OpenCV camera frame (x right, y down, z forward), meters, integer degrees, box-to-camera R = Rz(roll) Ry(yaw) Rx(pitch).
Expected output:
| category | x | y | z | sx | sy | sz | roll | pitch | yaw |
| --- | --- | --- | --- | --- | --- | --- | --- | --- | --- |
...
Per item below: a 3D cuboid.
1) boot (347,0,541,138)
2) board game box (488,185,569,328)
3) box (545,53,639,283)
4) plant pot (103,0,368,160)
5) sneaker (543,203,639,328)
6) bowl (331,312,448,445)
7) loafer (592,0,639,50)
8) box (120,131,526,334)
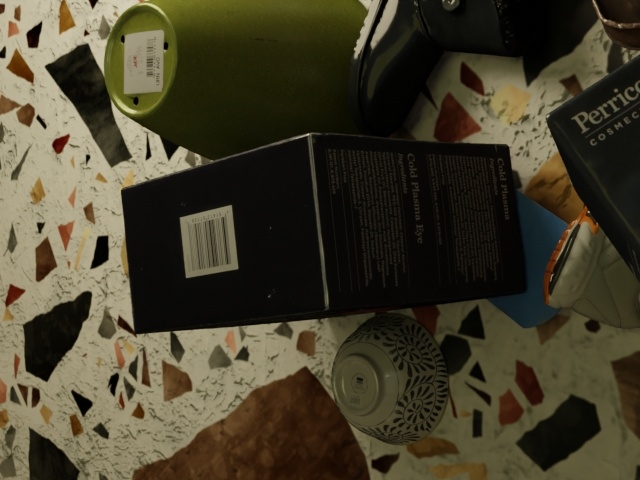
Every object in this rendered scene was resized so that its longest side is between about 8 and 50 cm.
| category | x | y | z | sx | sy | sz | roll | pitch | yaw |
| --- | --- | --- | --- | --- | --- | --- | --- | --- | --- |
| boot | 0.146 | -0.230 | 1.281 | 0.207 | 0.094 | 0.246 | 16 | 95 | 44 |
| board game box | 0.233 | 0.017 | 1.251 | 0.169 | 0.033 | 0.133 | 41 | 120 | 40 |
| box | 0.424 | -0.001 | 0.899 | 0.294 | 0.212 | 0.395 | -34 | 66 | 9 |
| plant pot | -0.114 | -0.212 | 1.379 | 0.275 | 0.294 | 0.274 | 0 | 90 | 41 |
| sneaker | 0.335 | -0.030 | 1.134 | 0.121 | 0.099 | 0.262 | 26 | 95 | 2 |
| bowl | 0.067 | 0.176 | 1.365 | 0.170 | 0.080 | 0.170 | 0 | 90 | 42 |
| loafer | 0.328 | -0.377 | 1.097 | 0.134 | 0.130 | 0.365 | 10 | 97 | 41 |
| box | 0.000 | 0.000 | 1.250 | 0.343 | 0.313 | 0.178 | -11 | 84 | 48 |
